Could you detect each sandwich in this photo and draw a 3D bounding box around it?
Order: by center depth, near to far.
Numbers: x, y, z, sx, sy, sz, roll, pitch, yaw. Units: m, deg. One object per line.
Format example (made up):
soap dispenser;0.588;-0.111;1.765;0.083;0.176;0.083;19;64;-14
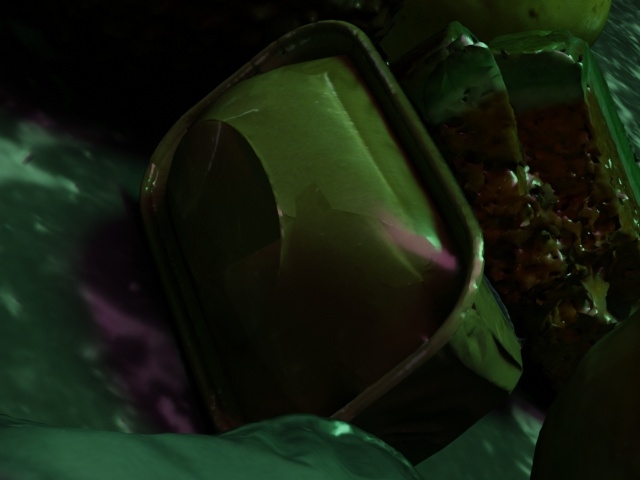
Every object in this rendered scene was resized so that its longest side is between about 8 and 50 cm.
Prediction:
sandwich;0.100;-0.023;0.678;0.235;0.079;0.159;49;18;-48

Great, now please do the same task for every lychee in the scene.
lychee;-0.046;-0.141;0.654;0.194;0.194;0.194;31;23;-15

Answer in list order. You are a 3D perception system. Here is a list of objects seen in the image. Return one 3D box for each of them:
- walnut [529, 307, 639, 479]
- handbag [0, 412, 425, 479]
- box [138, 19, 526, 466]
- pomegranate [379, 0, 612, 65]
walnut;0.185;0.110;0.428;0.283;0.227;0.283;52;9;-12
handbag;0.021;0.153;0.319;0.191;0.075;0.332;5;41;-47
box;0.000;0.000;0.538;0.111;0.111;0.177;21;27;-34
pomegranate;0.067;-0.165;0.861;0.196;0.196;0.196;31;23;-15
